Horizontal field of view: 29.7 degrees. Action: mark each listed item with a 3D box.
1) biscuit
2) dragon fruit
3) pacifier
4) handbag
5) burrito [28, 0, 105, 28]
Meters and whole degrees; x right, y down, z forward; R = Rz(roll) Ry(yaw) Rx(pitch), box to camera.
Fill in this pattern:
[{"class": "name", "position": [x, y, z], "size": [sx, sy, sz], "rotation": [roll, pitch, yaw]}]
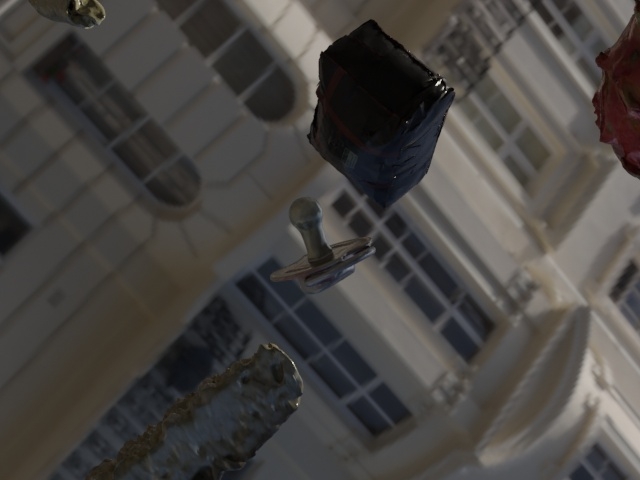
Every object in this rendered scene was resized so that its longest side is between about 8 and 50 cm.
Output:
[{"class": "biscuit", "position": [-0.132, 0.199, 1.088], "size": [0.281, 0.084, 0.179], "rotation": [-39, 180, -4]}, {"class": "dragon fruit", "position": [0.351, -0.126, 1.115], "size": [0.268, 0.205, 0.210], "rotation": [109, -24, -65]}, {"class": "pacifier", "position": [0.000, 0.000, 0.993], "size": [0.081, 0.078, 0.099], "rotation": [-15, -173, 39]}, {"class": "handbag", "position": [0.071, -0.168, 1.602], "size": [0.155, 0.169, 0.215], "rotation": [-36, 160, -25]}, {"class": "burrito", "position": [-0.378, -0.352, 1.799], "size": [0.059, 0.082, 0.275], "rotation": [-63, -154, 1]}]
